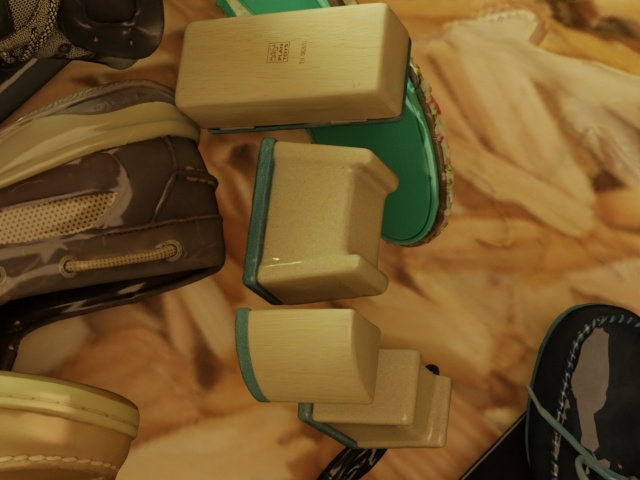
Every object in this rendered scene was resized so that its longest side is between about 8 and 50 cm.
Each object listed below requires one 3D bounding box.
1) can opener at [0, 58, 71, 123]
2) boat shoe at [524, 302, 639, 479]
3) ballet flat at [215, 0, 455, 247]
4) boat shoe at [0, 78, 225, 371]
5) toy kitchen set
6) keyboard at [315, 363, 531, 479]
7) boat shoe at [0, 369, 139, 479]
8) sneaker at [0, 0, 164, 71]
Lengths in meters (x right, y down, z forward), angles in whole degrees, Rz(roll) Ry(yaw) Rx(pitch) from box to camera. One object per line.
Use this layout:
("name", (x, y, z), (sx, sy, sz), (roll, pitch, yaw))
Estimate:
("can opener", (-0.178, -0.135, 0.869), (0.280, 0.074, 0.093), (-46, 60, -4))
("boat shoe", (0.178, 0.167, 0.858), (0.109, 0.089, 0.258), (-7, 96, -7))
("ballet flat", (0.012, -0.110, 0.870), (0.091, 0.077, 0.241), (-30, 94, 28))
("boat shoe", (-0.215, 0.034, 0.819), (0.355, 0.132, 0.130), (-25, 79, -3))
("toy kitchen set", (0.000, 0.000, 0.836), (0.122, 0.166, 0.207), (-1, 71, 24))
("keyboard", (0.074, 0.180, 0.905), (0.317, 0.033, 0.201), (-45, 99, -3))
("boat shoe", (-0.246, 0.145, 0.775), (0.341, 0.121, 0.110), (-14, 65, 21))
("sneaker", (-0.171, -0.101, 0.757), (0.153, 0.101, 0.269), (29, 86, -34))
